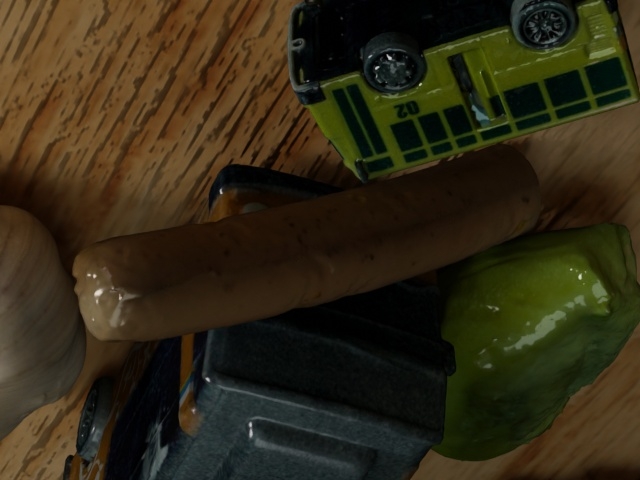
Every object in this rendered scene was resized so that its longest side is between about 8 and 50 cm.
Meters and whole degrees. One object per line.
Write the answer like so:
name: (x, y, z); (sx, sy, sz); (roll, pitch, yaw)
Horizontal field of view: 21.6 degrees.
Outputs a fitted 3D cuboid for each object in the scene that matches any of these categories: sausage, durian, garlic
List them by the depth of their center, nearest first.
sausage: (0.001, 0.001, 0.923); (0.301, 0.066, 0.065); (-16, 145, -34)
garlic: (-0.236, 0.084, 0.993); (0.199, 0.226, 0.199); (-3, 131, -3)
durian: (0.119, 0.076, 1.076); (0.139, 0.101, 0.250); (14, 138, -16)

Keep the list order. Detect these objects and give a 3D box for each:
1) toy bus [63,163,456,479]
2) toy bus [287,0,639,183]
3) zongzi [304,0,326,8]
toy bus: (-0.053, 0.127, 1.060); (0.162, 0.194, 0.323); (17, 133, -16)
toy bus: (0.078, -0.101, 0.908); (0.175, 0.088, 0.101); (-16, 133, 14)
zongzi: (0.098, -0.166, 0.734); (0.221, 0.242, 0.112); (6, 129, -3)
